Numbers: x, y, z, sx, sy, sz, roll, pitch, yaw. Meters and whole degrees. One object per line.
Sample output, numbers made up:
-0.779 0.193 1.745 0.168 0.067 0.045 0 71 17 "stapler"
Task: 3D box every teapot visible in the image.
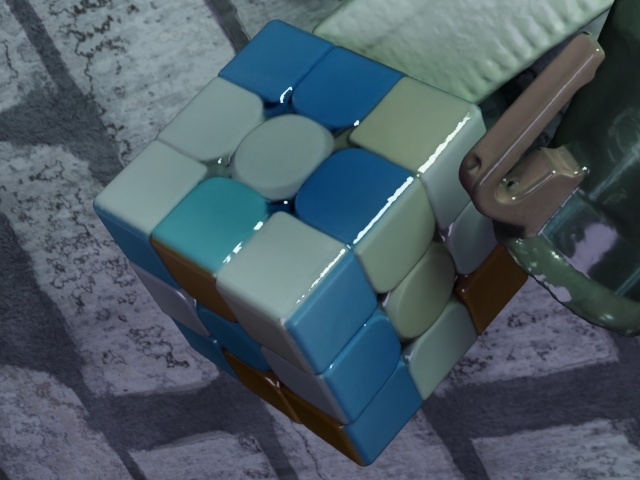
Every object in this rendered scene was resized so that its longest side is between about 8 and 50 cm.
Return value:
0.347 -0.094 1.387 0.376 0.306 0.362 14 125 -37 "teapot"

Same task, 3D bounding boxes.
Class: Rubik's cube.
0.000 0.000 1.573 0.346 0.347 0.344 28 159 34 "Rubik's cube"

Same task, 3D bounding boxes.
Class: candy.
0.182 -0.290 1.542 0.208 0.145 0.358 46 130 -8 "candy"
